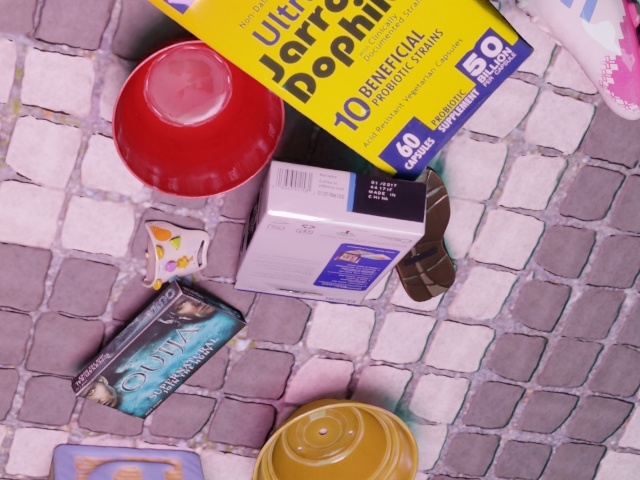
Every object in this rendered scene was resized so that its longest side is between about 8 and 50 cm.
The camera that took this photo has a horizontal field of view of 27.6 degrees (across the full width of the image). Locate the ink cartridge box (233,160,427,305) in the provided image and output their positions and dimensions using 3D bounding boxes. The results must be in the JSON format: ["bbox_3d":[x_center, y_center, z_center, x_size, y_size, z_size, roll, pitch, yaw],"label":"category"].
[{"bbox_3d":[0.000,0.000,1.442,0.165,0.065,0.332,7,163,-9],"label":"ink cartridge box"}]

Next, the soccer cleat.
[{"bbox_3d":[0.271,-0.269,1.426,0.143,0.116,0.331,-15,122,14],"label":"soccer cleat"}]

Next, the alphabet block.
[{"bbox_3d":[-0.250,0.392,1.635,0.193,0.192,0.197,7,117,-16],"label":"alphabet block"}]

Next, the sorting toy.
[{"bbox_3d":[-0.166,0.018,1.523,0.075,0.045,0.083,-12,125,-30],"label":"sorting toy"}]

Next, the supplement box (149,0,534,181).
[{"bbox_3d":[0.004,-0.252,1.304,0.356,0.195,0.194,33,108,-28],"label":"supplement box"}]

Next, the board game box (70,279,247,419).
[{"bbox_3d":[-0.194,0.135,1.565,0.186,0.026,0.126,-44,141,13],"label":"board game box"}]

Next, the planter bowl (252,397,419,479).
[{"bbox_3d":[0.012,0.271,1.685,0.217,0.090,0.217,-6,122,-10],"label":"planter bowl"}]

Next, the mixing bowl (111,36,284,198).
[{"bbox_3d":[-0.135,-0.146,1.390,0.181,0.098,0.181,-6,121,-10],"label":"mixing bowl"}]

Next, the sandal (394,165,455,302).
[{"bbox_3d":[0.115,-0.012,1.564,0.090,0.060,0.219,-22,138,0],"label":"sandal"}]
